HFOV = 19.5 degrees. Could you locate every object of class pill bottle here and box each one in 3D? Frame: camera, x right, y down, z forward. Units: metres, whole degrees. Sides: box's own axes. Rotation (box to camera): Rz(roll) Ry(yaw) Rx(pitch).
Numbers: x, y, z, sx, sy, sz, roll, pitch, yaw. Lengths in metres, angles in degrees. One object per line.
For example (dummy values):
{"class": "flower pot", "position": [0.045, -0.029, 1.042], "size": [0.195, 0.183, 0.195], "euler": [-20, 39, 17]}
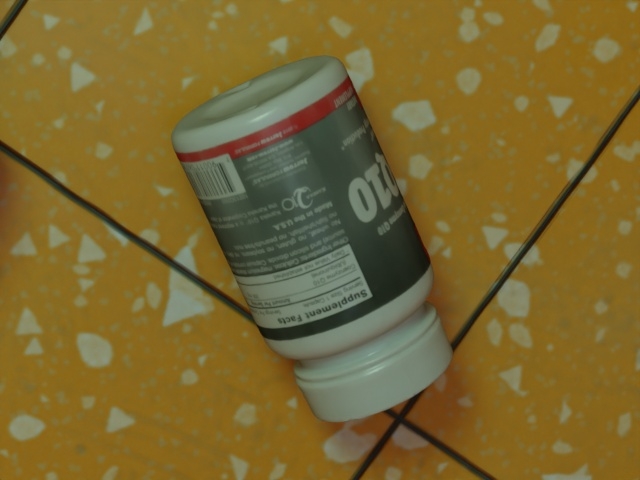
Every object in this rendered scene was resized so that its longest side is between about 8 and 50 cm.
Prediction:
{"class": "pill bottle", "position": [0.000, 0.000, 1.599], "size": [0.161, 0.161, 0.283], "euler": [-26, 105, -4]}
